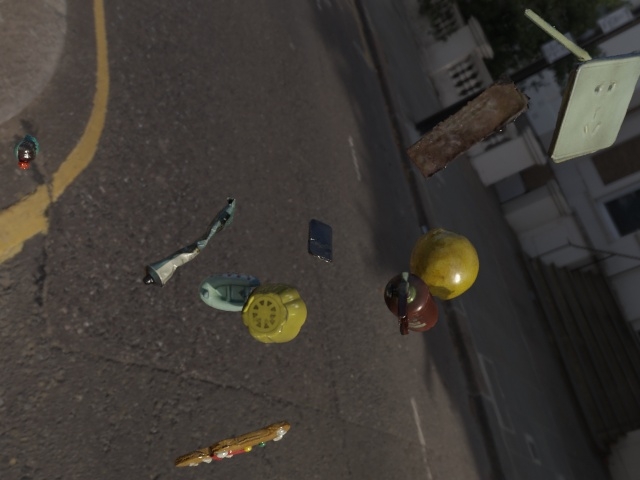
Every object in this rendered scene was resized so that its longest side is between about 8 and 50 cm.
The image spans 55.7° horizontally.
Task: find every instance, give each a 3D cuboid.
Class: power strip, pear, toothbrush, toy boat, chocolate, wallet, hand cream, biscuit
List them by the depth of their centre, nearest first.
[{"bbox_3d":[-0.252,0.005,1.177,0.052,0.075,0.248,47,53,-7],"label":"hand cream"},{"bbox_3d":[0.544,-0.277,1.232,0.064,0.198,0.213,47,-38,44],"label":"power strip"},{"bbox_3d":[0.593,-0.453,1.426,0.294,0.026,0.028,44,-4,6],"label":"toothbrush"},{"bbox_3d":[0.380,-0.294,1.562,0.112,0.321,0.112,52,23,-3],"label":"chocolate"},{"bbox_3d":[-0.253,0.600,1.754,0.216,0.340,0.047,106,-33,-65],"label":"biscuit"},{"bbox_3d":[0.000,0.000,1.790,0.082,0.018,0.156,24,38,-18],"label":"wallet"},{"bbox_3d":[0.366,0.075,1.802,0.209,0.209,0.209,46,29,-36],"label":"pear"},{"bbox_3d":[-0.300,0.170,1.982,0.079,0.208,0.134,-67,162,-68],"label":"toy boat"}]

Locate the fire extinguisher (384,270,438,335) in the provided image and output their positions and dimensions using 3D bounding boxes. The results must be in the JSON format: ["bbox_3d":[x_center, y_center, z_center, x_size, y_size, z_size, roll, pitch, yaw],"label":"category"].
[{"bbox_3d":[0.213,0.163,1.431,0.337,0.106,0.147,43,43,-67],"label":"fire extinguisher"}]

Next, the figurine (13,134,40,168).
[{"bbox_3d":[-0.666,-0.204,1.376,0.047,0.060,0.106,7,22,-17],"label":"figurine"}]

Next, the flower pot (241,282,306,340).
[{"bbox_3d":[-0.148,0.216,1.802,0.179,0.195,0.195,44,23,-82],"label":"flower pot"}]
